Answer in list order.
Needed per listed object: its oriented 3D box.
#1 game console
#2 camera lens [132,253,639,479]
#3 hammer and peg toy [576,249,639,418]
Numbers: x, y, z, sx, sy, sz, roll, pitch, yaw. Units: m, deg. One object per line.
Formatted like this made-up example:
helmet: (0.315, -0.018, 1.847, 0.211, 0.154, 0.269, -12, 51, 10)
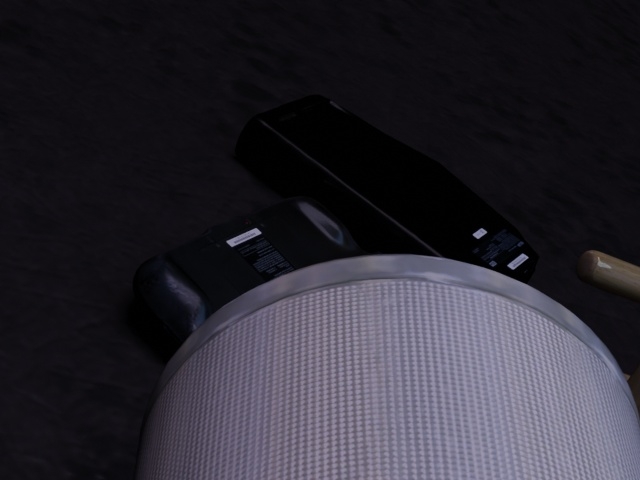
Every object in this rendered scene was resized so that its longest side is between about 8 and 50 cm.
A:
game console: (0.000, 0.000, 0.924, 0.213, 0.044, 0.361, 38, 29, 16)
camera lens: (0.029, 0.153, 0.529, 0.219, 0.219, 0.274, 23, 30, -13)
hammer and peg toy: (0.262, 0.159, 0.832, 0.266, 0.127, 0.361, 20, 31, -15)
